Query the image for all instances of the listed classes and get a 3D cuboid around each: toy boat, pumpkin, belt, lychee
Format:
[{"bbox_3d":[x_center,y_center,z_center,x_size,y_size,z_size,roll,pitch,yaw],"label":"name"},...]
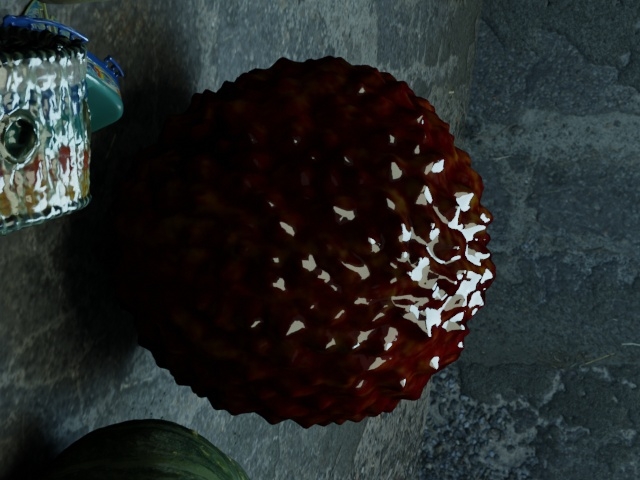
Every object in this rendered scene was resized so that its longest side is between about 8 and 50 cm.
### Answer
[{"bbox_3d":[-0.252,-0.177,1.284,0.175,0.091,0.110,45,23,-65],"label":"toy boat"},{"bbox_3d":[-0.186,0.349,1.451,0.328,0.257,0.292,71,20,-49],"label":"pumpkin"},{"bbox_3d":[-0.289,-0.066,0.990,0.295,0.206,0.161,-32,127,-65],"label":"belt"},{"bbox_3d":[0.000,0.000,1.553,0.500,0.424,0.425,-7,108,-43],"label":"lychee"}]

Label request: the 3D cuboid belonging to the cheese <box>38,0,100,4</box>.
[{"bbox_3d":[-0.175,-0.303,1.229,0.218,0.235,0.117,-95,160,-59],"label":"cheese"}]
